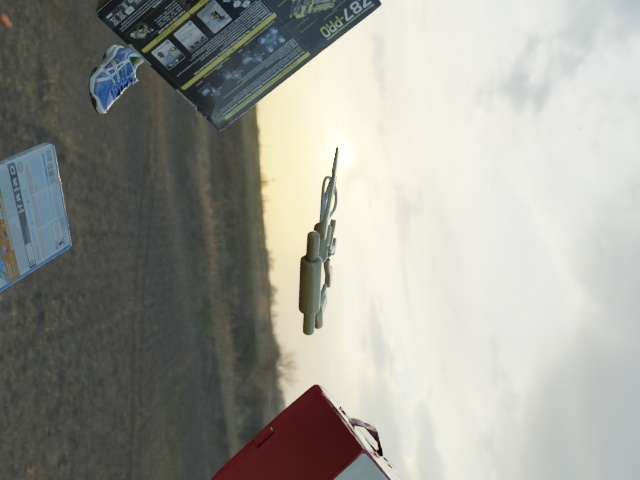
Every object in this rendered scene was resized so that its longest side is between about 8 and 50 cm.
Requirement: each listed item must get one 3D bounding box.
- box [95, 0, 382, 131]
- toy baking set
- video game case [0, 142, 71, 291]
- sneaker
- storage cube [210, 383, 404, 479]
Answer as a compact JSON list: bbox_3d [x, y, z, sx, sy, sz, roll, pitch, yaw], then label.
[{"bbox_3d":[-0.138,-0.422,1.222,0.318,0.395,0.097,42,21,-36],"label":"box"},{"bbox_3d":[-0.001,0.005,0.996,0.197,0.030,0.256,-74,169,-56],"label":"toy baking set"},{"bbox_3d":[-0.307,-0.012,0.662,0.166,0.015,0.119,-48,145,-55],"label":"video game case"},{"bbox_3d":[-0.485,-0.387,1.644,0.080,0.081,0.211,81,17,-57],"label":"sneaker"},{"bbox_3d":[0.007,0.320,0.817,0.184,0.215,0.193,51,-6,-17],"label":"storage cube"}]
